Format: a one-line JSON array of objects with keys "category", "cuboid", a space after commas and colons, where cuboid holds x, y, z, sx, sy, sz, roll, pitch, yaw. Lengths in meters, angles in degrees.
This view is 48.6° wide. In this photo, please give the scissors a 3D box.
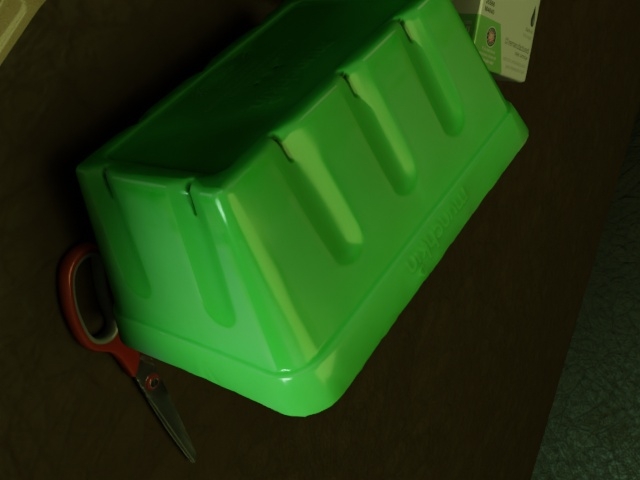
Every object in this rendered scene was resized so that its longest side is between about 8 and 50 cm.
[{"category": "scissors", "cuboid": [-0.177, 0.126, 0.676, 0.109, 0.021, 0.296, -35, 130, -47]}]

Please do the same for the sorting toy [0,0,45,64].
[{"category": "sorting toy", "cuboid": [-0.282, -0.140, 0.411, 0.208, 0.038, 0.193, -61, 143, -13]}]

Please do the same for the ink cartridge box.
[{"category": "ink cartridge box", "cuboid": [0.217, -0.367, 0.961, 0.198, 0.115, 0.272, -6, 107, -54]}]

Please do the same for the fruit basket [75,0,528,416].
[{"category": "fruit basket", "cuboid": [0.000, 0.000, 0.659, 0.392, 0.283, 0.391, -16, 112, -48]}]
